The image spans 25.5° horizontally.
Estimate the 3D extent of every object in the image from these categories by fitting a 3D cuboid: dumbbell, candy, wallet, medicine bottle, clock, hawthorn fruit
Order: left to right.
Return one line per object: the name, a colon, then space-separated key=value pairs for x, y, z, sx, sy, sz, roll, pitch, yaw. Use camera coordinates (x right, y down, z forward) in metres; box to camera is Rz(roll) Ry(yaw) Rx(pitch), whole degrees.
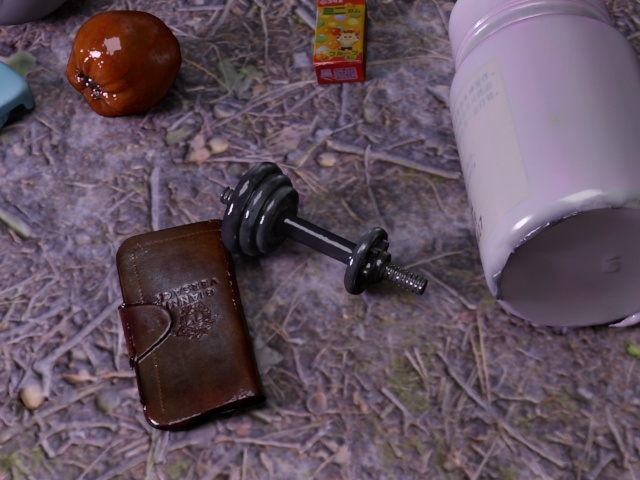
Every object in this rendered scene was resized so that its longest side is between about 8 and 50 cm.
clock: x=-0.442 y=-0.166 z=1.768 sx=0.147 sy=0.045 sz=0.108 roll=-41 pitch=56 yaw=-21
hawthorn fruit: x=-0.235 y=-0.220 z=1.725 sx=0.133 sy=0.132 sz=0.138 roll=28 pitch=51 yaw=28
wallet: x=-0.147 y=0.088 z=1.524 sx=0.137 sy=0.031 sz=0.255 roll=-15 pitch=51 yaw=-3
dumbbell: x=0.000 y=0.000 z=1.531 sx=0.255 sy=0.110 sz=0.110 roll=26 pitch=60 yaw=19
candy: x=0.026 y=-0.250 z=1.760 sx=0.062 sy=0.038 sz=0.122 roll=-3 pitch=51 yaw=7
medicine bottle: x=0.251 y=-0.109 z=1.497 sx=0.214 sy=0.213 sz=0.378 roll=-9 pitch=52 yaw=3

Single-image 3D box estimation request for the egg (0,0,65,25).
egg: x=-0.388 y=-0.384 z=1.848 sx=0.176 sy=0.176 sz=0.232 roll=26 pitch=55 yaw=27
